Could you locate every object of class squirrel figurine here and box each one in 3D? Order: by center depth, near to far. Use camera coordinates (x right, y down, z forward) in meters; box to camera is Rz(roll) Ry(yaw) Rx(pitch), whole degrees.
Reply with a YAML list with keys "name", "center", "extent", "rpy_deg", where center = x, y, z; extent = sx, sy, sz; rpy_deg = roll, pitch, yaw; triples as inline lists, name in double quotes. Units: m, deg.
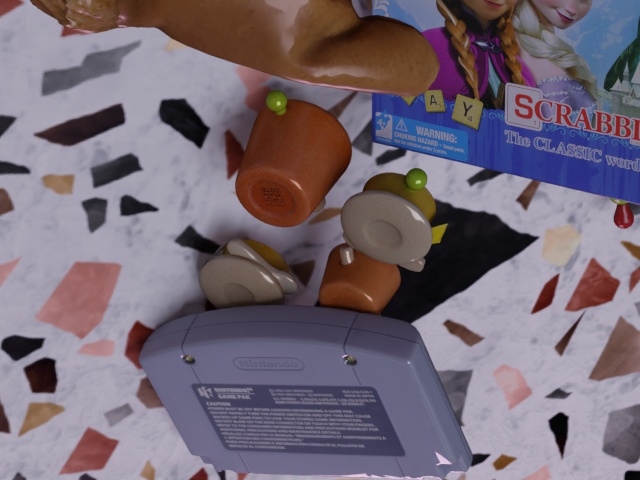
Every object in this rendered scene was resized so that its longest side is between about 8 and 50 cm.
- name: "squirrel figurine"
  center: [-0.076, -0.342, 1.518]
  extent: [0.397, 0.281, 0.370]
  rpy_deg: [3, 114, -29]

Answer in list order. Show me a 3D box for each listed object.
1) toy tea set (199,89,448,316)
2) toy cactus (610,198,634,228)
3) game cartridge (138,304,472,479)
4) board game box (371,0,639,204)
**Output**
- name: "toy tea set"
  center: [0.000, 0.000, 1.876]
  extent: [0.200, 0.124, 0.336]
  rpy_deg: [25, 139, 2]
- name: "toy cactus"
  center: [0.371, -0.116, 1.988]
  extent: [0.219, 0.112, 0.180]
  rpy_deg: [-26, 120, 4]
- name: "game cartridge"
  center: [-0.018, 0.146, 1.901]
  extent: [0.297, 0.062, 0.198]
  rpy_deg: [-1, 129, 28]
- name: "board game box"
  center: [0.190, -0.207, 1.678]
  extent: [0.066, 0.318, 0.318]
  rpy_deg: [-32, 128, -49]
